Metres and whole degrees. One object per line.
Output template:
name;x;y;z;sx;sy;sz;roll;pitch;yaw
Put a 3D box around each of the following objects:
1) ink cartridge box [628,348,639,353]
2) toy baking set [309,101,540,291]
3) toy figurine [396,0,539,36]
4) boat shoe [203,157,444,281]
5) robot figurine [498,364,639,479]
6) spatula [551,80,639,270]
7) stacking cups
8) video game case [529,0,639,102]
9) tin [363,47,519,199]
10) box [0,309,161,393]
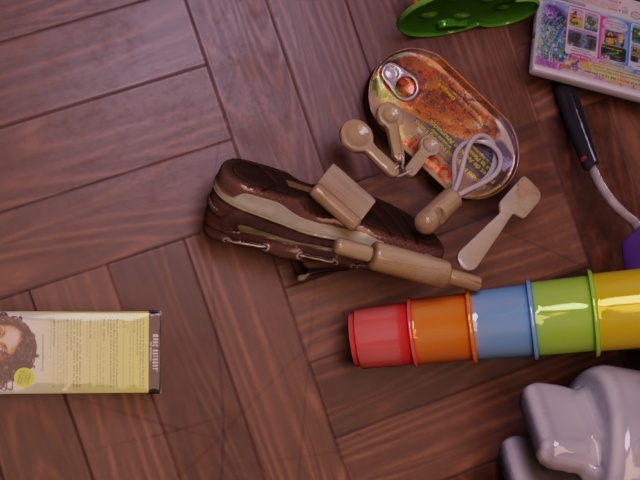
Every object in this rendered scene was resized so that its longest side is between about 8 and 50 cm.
ink cartridge box;0.471;0.085;1.536;0.234;0.193;0.088;6;84;-11
toy baking set;0.114;-0.042;1.486;0.256;0.030;0.197;19;63;-16
toy figurine;0.145;-0.315;1.553;0.173;0.130;0.159;-5;76;-34
boat shoe;-0.001;-0.004;1.510;0.257;0.095;0.095;19;115;-16
robot figurine;0.368;0.243;1.498;0.353;0.200;0.300;10;123;-11
spatula;0.309;-0.060;1.564;0.030;0.084;0.296;-17;76;-22
stacking cups;0.188;0.081;1.498;0.316;0.096;0.096;-5;86;10
video game case;0.310;-0.229;1.599;0.157;0.019;0.143;13;68;-11
tin;0.129;-0.123;1.561;0.189;0.040;0.106;43;75;-6
box;-0.275;0.112;1.446;0.232;0.058;0.087;-1;86;-13
